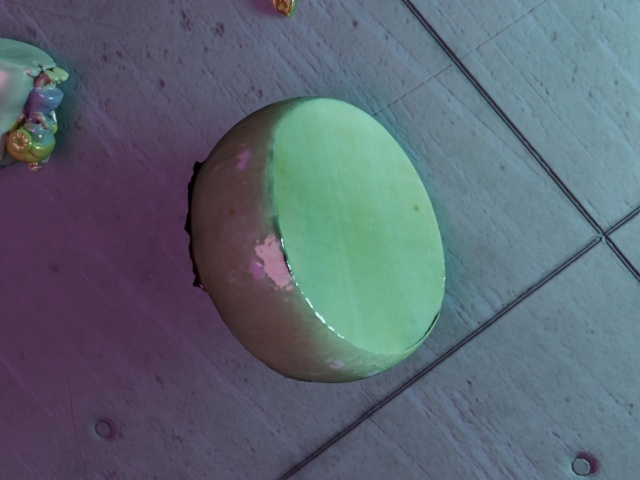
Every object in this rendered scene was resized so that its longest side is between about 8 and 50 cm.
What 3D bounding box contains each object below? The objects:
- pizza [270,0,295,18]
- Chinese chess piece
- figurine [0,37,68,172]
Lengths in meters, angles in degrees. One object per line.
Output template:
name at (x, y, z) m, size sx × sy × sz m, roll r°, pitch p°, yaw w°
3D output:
pizza at (-0.050, -0.328, 1.627) m, size 0.037 × 0.016 × 0.083 m, roll -6°, pitch 106°, yaw 20°
Chinese chess piece at (0.000, 0.000, 1.517) m, size 0.146 × 0.349 × 0.349 m, roll -23°, pitch 96°, yaw 38°
figurine at (-0.444, -0.154, 1.761) m, size 0.155 × 0.127 × 0.236 m, roll 21°, pitch 116°, yaw 3°
